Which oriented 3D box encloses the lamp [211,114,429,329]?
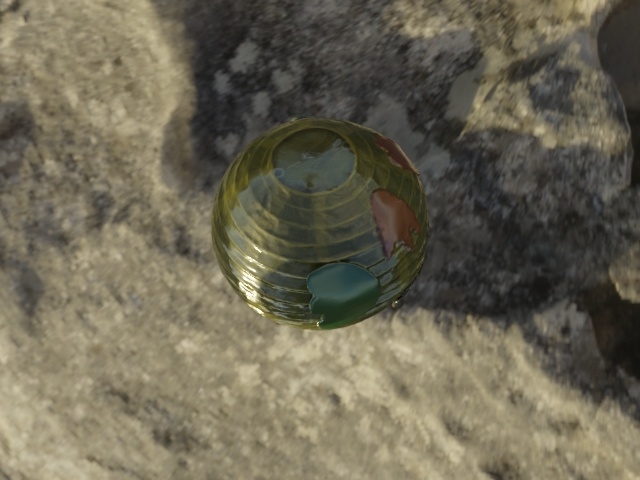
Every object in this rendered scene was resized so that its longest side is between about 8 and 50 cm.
[{"bbox_3d":[0.000,0.000,1.408,0.250,0.250,0.284,11,142,10],"label":"lamp"}]
